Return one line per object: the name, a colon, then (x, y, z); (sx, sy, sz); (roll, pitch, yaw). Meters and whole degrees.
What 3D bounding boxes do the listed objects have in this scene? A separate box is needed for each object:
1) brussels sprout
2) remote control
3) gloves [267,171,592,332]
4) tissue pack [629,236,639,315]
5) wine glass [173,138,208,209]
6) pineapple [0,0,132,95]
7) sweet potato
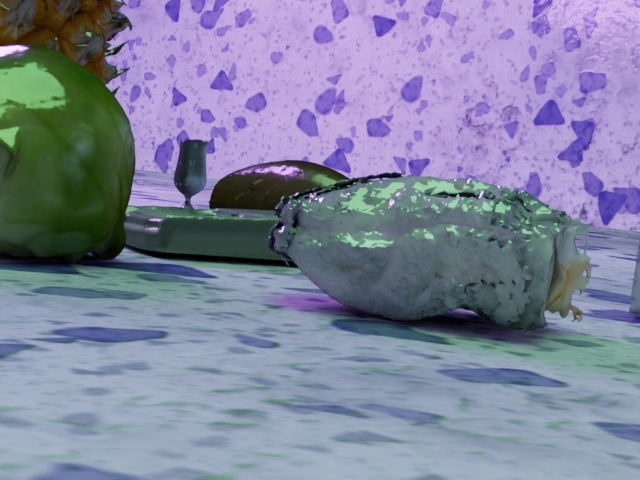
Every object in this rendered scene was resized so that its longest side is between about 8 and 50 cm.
brussels sprout: (-0.182, -0.055, 0.672); (0.152, 0.122, 0.149); (8, 1, 13)
remote control: (0.000, 0.000, 0.830); (0.285, 0.038, 0.123); (2, 4, -26)
gloves: (0.053, 0.002, 0.574); (0.153, 0.070, 0.114); (5, 4, 24)
tissue pack: (0.263, 0.000, 0.660); (0.149, 0.106, 0.099); (8, 3, 22)
wine glass: (-0.138, -0.069, 1.249); (0.039, 0.083, 0.042); (9, -2, -43)
pineapple: (-0.359, -0.196, 1.160); (0.353, 0.300, 0.352); (6, 5, -1)
sweet potato: (-0.001, -0.035, 1.021); (0.244, 0.077, 0.077); (8, 4, 41)
